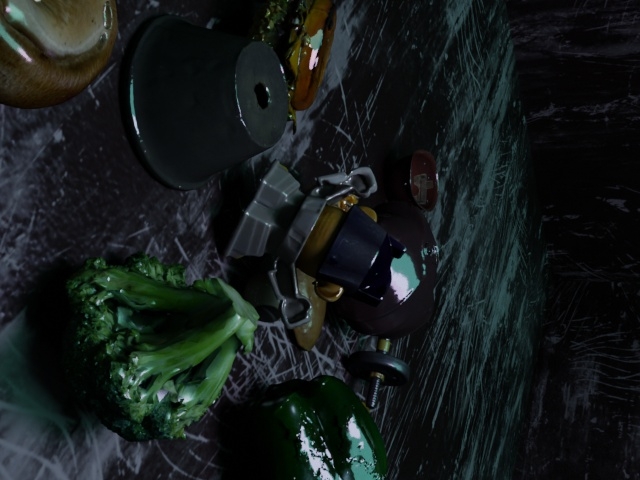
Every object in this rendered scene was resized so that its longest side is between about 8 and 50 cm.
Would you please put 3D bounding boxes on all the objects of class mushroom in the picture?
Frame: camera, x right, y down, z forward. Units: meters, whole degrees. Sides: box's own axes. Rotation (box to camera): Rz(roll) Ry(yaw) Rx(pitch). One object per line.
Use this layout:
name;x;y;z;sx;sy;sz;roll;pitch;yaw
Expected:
mushroom;-0.325;-0.264;0.873;0.253;0.153;0.253;9;80;-62

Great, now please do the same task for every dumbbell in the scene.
dumbbell;0.146;0.224;1.833;0.143;0.143;0.326;53;44;-50

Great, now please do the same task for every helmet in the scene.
helmet;0.112;0.059;1.694;0.177;0.224;0.306;1;83;-53
helmet;0.219;-0.147;2.026;0.175;0.106;0.155;14;75;-61

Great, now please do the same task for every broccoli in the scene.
broccoli;-0.203;0.123;1.036;0.265;0.245;0.294;63;8;-11

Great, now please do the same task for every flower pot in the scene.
flower pot;-0.153;-0.210;1.214;0.269;0.166;0.269;-5;95;-62

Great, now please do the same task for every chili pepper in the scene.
chili pepper;-0.025;0.365;1.384;0.233;0.248;0.257;-27;98;-51

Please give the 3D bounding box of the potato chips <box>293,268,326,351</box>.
potato chips;-0.016;0.117;1.617;0.150;0.049;0.202;50;40;-59

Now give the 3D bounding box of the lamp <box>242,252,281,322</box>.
lamp;-0.088;0.067;1.441;0.091;0.091;0.163;62;24;-43

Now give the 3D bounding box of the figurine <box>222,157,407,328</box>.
figurine;-0.001;0.003;1.354;0.143;0.308;0.309;-14;103;-85

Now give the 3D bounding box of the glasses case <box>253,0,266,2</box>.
glasses case;-0.128;-0.460;1.370;0.178;0.067;0.045;34;60;-59

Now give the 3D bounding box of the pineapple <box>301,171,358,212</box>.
pineapple;0.011;-0.035;1.515;0.137;0.161;0.176;64;-12;-8

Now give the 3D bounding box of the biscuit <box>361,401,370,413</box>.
biscuit;0.058;0.425;1.771;0.183;0.038;0.174;50;48;-54

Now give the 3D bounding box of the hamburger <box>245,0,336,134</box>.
hamburger;-0.057;-0.328;1.375;0.262;0.138;0.243;103;3;-59

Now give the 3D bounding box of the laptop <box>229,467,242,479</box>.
laptop;-0.122;0.494;1.430;0.197;0.016;0.135;52;44;-52
